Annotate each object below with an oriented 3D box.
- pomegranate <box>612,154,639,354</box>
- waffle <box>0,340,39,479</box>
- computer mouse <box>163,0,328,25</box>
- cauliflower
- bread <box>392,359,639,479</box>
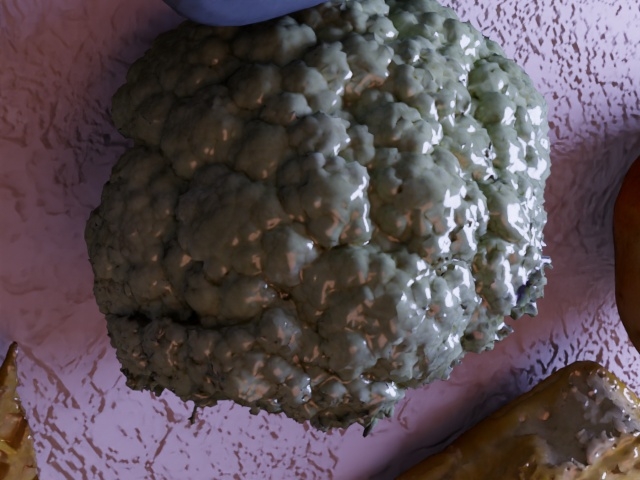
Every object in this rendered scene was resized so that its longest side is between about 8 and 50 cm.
[{"bbox_3d":[0.293,0.003,1.214,0.209,0.209,0.209,-12,124,-19],"label":"pomegranate"},{"bbox_3d":[-0.181,0.154,1.183,0.125,0.032,0.191,18,111,-31],"label":"waffle"},{"bbox_3d":[0.004,-0.218,0.956,0.371,0.122,0.188,-16,142,-57],"label":"computer mouse"},{"bbox_3d":[0.000,0.000,1.073,0.275,0.272,0.250,-1,151,-10],"label":"cauliflower"},{"bbox_3d":[0.143,0.205,1.318,0.245,0.121,0.174,-34,120,2],"label":"bread"}]
